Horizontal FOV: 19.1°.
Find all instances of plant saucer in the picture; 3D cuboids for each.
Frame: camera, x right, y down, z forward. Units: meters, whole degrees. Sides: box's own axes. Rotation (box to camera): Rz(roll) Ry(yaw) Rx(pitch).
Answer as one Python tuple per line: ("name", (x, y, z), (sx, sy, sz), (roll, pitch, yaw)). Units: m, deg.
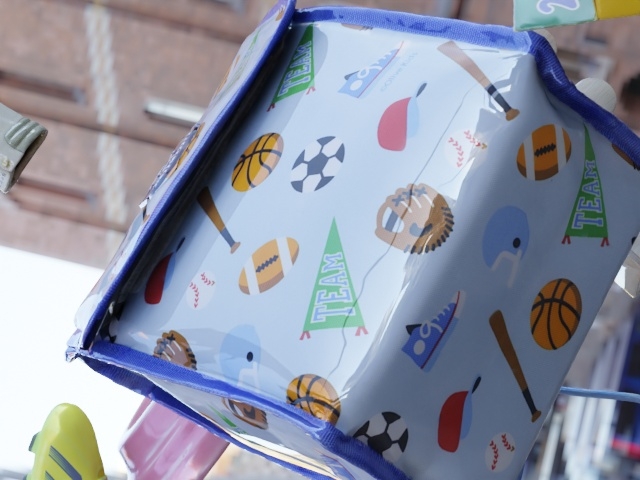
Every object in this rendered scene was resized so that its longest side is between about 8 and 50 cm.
("plant saucer", (-0.106, 0.130, 1.946), (0.332, 0.084, 0.332), (-54, 5, 6))

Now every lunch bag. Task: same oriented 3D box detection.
("lunch bag", (0.000, 0.000, 1.408), (0.385, 0.239, 0.328), (17, 72, 49))

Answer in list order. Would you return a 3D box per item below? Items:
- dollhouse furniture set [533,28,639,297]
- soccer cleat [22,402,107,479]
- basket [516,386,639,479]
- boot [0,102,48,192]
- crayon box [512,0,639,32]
("dollhouse furniture set", (0.271, -0.094, 1.824), (0.161, 0.242, 0.212), (-43, -16, -10))
("soccer cleat", (-0.225, 0.304, 1.890), (0.093, 0.121, 0.289), (-11, -79, -63))
("basket", (0.179, 0.258, 1.881), (0.201, 0.289, 0.255), (67, -145, -71))
("boot", (-0.442, -0.105, 2.262), (0.213, 0.165, 0.077), (-52, -3, -34))
("crayon box", (0.278, -0.243, 1.218), (0.203, 0.323, 0.083), (-84, -17, -46))
